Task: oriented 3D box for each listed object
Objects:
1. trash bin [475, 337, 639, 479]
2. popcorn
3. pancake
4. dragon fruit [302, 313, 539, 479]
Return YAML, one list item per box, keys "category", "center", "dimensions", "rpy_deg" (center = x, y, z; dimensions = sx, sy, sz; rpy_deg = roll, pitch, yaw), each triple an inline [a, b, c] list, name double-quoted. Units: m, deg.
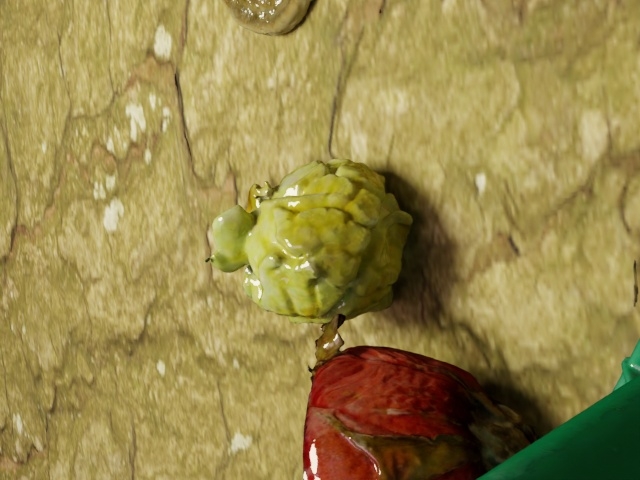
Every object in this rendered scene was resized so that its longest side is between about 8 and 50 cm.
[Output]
- category: "trash bin"
  center: [0.161, 0.181, 0.485]
  dimensions: [0.295, 0.381, 0.259]
  rpy_deg: [44, 131, 35]
- category: "popcorn"
  center: [0.000, 0.000, 0.841]
  dimensions: [0.142, 0.162, 0.135]
  rpy_deg: [-59, 9, -1]
- category: "pancake"
  center: [-0.053, -0.252, 0.914]
  dimensions: [0.151, 0.025, 0.152]
  rpy_deg: [21, 119, 46]
- category: "dragon fruit"
  center: [0.094, 0.171, 0.757]
  dimensions: [0.148, 0.218, 0.224]
  rpy_deg: [-15, 48, 24]
